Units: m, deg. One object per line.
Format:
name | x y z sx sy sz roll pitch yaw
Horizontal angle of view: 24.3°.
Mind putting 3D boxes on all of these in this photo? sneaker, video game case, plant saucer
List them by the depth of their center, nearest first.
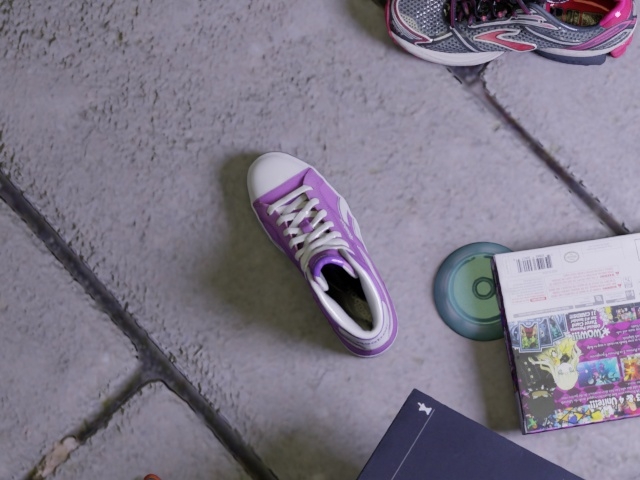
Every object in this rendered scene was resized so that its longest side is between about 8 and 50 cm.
video game case | 0.327 0.102 1.707 0.232 0.042 0.210 -9 79 -2
sneaker | 0.001 0.000 1.714 0.102 0.161 0.282 -35 76 0
plant saucer | 0.193 0.058 1.751 0.119 0.021 0.119 -1 78 5
sneaker | 0.225 -0.279 1.768 0.299 0.112 0.121 0 79 7

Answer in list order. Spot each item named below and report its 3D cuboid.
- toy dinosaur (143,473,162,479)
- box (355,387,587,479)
toy dinosaur | -0.173 0.307 1.744 0.090 0.047 0.082 -13 65 -30
box | 0.146 0.378 1.529 0.312 0.179 0.343 28 42 10
